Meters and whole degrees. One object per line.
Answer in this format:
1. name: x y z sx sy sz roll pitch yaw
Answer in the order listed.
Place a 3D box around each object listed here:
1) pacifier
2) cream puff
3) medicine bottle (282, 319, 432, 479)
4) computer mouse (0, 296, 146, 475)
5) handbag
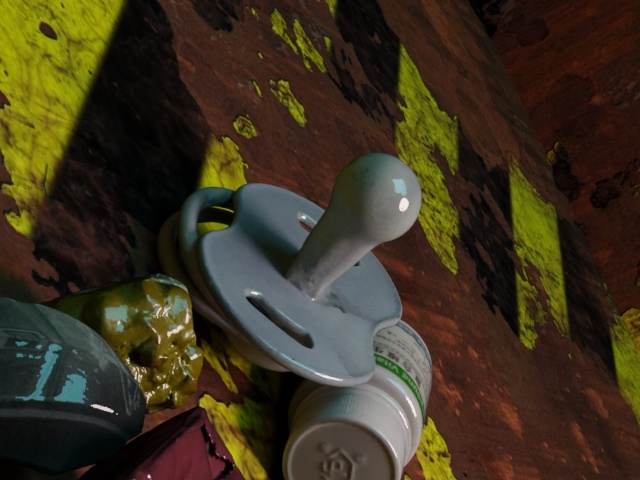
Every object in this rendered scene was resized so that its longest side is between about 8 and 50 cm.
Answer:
1. pacifier: 0.000 0.000 1.809 0.244 0.233 0.299 43 25 -6
2. cream puff: -0.162 0.090 1.492 0.146 0.146 0.116 -29 105 -72
3. medicine bottle: 0.035 0.173 1.868 0.139 0.139 0.237 57 20 -13
4. computer mouse: -0.221 0.090 1.328 0.231 0.071 0.126 18 40 -32
5. handbag: -0.125 0.220 1.358 0.135 0.146 0.225 55 19 0
